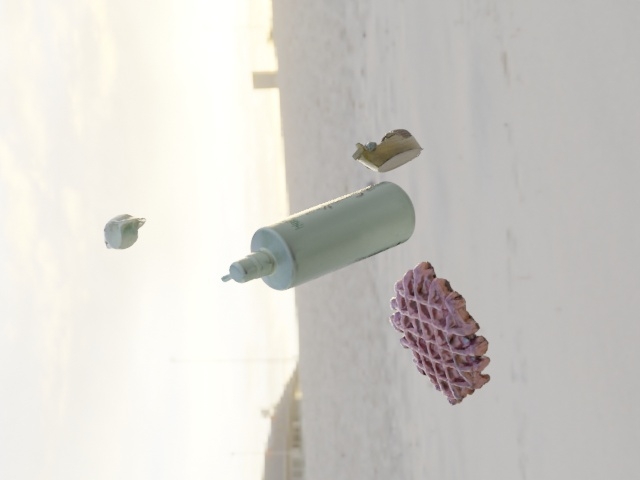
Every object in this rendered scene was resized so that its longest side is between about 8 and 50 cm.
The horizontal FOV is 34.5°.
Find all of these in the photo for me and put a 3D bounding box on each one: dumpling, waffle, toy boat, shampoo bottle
[{"bbox_3d":[-0.261,-0.014,1.389,0.043,0.059,0.077,45,140,30],"label":"dumpling"},{"bbox_3d":[0.187,0.148,1.643,0.221,0.056,0.234,55,153,21],"label":"waffle"},{"bbox_3d":[0.092,-0.126,1.436,0.047,0.049,0.149,-51,-16,32],"label":"toy boat"},{"bbox_3d":[0.000,0.000,1.266,0.085,0.263,0.085,26,126,42],"label":"shampoo bottle"}]
